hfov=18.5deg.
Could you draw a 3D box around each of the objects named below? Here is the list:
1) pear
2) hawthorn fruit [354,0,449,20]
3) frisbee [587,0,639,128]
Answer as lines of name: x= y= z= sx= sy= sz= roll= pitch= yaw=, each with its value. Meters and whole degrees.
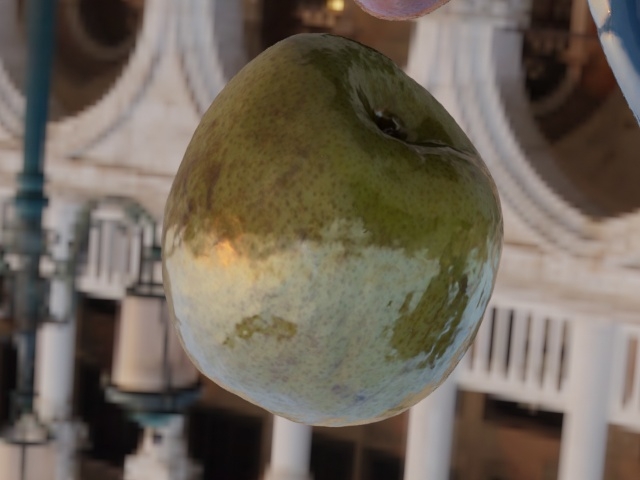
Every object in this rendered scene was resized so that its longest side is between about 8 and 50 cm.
pear: x=0.000 y=0.000 z=1.195 sx=0.188 sy=0.211 sz=0.228 roll=14 pitch=-147 yaw=-40
hawthorn fruit: x=0.073 y=-0.233 z=1.505 sx=0.140 sy=0.125 sz=0.125 roll=-12 pitch=-169 yaw=-2
frisbee: x=0.210 y=-0.105 z=0.720 sx=0.289 sy=0.289 sz=0.049 roll=0 pitch=171 yaw=-23
